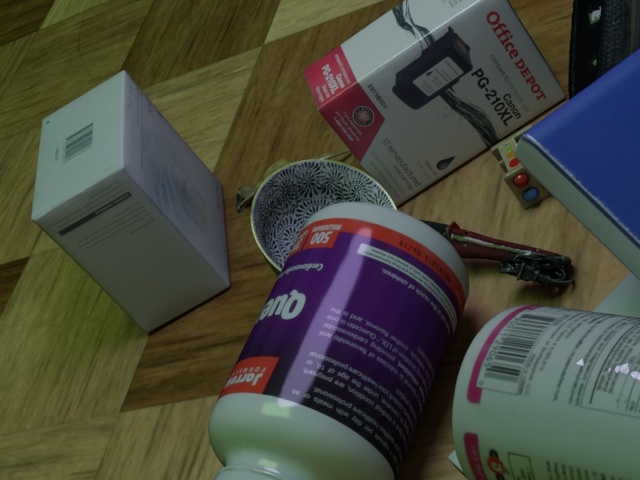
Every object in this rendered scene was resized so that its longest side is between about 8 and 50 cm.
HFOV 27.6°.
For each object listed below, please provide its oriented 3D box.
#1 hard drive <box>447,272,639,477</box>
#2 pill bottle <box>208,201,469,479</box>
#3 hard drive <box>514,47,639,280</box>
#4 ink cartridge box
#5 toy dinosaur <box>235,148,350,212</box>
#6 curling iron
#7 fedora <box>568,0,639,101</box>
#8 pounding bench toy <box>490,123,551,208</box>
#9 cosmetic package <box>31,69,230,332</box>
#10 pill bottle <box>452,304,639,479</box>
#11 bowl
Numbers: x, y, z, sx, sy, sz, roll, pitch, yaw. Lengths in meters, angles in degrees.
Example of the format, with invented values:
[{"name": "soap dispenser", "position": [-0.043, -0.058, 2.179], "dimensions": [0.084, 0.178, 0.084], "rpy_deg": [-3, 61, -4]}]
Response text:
[{"name": "hard drive", "position": [0.298, 0.121, 1.087], "dimensions": [0.353, 0.047, 0.233], "rpy_deg": [-45, 35, -5]}, {"name": "pill bottle", "position": [0.011, 0.133, 1.230], "dimensions": [0.181, 0.181, 0.323], "rpy_deg": [-5, 48, 41]}, {"name": "hard drive", "position": [0.350, -0.092, 1.099], "dimensions": [0.319, 0.040, 0.210], "rpy_deg": [-36, 72, -22]}, {"name": "ink cartridge box", "position": [0.130, -0.179, 1.471], "dimensions": [0.237, 0.172, 0.100], "rpy_deg": [-33, 35, 11]}, {"name": "toy dinosaur", "position": [-0.047, -0.075, 1.632], "dimensions": [0.183, 0.053, 0.092], "rpy_deg": [-23, 37, 24]}, {"name": "curling iron", "position": [0.138, -0.001, 1.335], "dimensions": [0.274, 0.068, 0.035], "rpy_deg": [18, 99, 40]}, {"name": "fedora", "position": [0.339, -0.218, 1.295], "dimensions": [0.152, 0.334, 0.334], "rpy_deg": [4, 46, 4]}, {"name": "pounding bench toy", "position": [0.234, -0.084, 1.372], "dimensions": [0.083, 0.052, 0.065], "rpy_deg": [-31, 35, 13]}, {"name": "cosmetic package", "position": [-0.231, -0.049, 1.628], "dimensions": [0.138, 0.224, 0.224], "rpy_deg": [-28, 36, 14]}, {"name": "pill bottle", "position": [0.249, 0.138, 0.933], "dimensions": [0.283, 0.160, 0.160], "rpy_deg": [6, 55, 46]}, {"name": "bowl", "position": [0.000, 0.000, 1.454], "dimensions": [0.080, 0.170, 0.170], "rpy_deg": [111, -178, -57]}]
